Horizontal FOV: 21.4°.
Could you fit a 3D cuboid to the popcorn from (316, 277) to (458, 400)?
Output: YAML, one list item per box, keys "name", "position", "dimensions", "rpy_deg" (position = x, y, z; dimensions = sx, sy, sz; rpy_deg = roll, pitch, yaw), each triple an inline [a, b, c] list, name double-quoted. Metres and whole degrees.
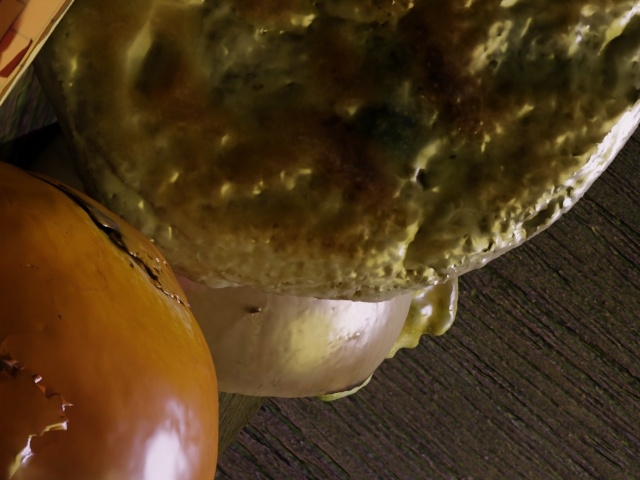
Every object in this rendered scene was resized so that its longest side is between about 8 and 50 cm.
- name: "popcorn"
  position: [-0.003, 0.002, 1.466]
  dimensions: [0.293, 0.293, 0.237]
  rpy_deg: [-50, -170, -32]

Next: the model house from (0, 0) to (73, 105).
- name: "model house"
  position: [-0.168, -0.058, 0.442]
  dimensions: [0.294, 0.154, 0.207]
  rpy_deg: [-54, 174, 7]

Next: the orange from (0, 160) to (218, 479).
- name: "orange"
  position: [-0.164, 0.080, 0.770]
  dimensions: [0.246, 0.246, 0.246]
  rpy_deg: [-53, 173, -9]

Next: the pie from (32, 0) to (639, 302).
- name: "pie"
  position: [0.017, -0.113, 0.834]
  dimensions: [0.337, 0.337, 0.075]
  rpy_deg: [-54, -164, -1]

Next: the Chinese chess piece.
- name: "Chinese chess piece"
  position: [-0.065, 0.004, 1.043]
  dimensions: [0.251, 0.251, 0.097]
  rpy_deg: [-37, 144, -68]
